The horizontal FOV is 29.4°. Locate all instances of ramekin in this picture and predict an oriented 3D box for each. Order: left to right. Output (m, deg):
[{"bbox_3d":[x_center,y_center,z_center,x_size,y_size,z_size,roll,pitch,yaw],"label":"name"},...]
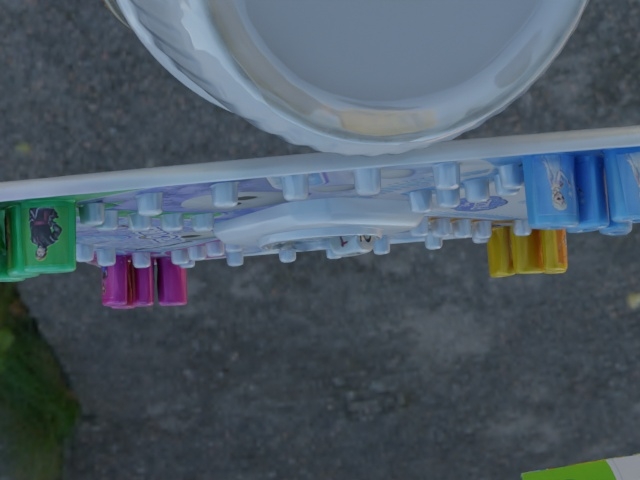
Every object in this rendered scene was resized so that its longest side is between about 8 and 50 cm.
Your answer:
[{"bbox_3d":[0.016,-0.132,0.494,0.207,0.109,0.207,-7,115,-14],"label":"ramekin"}]

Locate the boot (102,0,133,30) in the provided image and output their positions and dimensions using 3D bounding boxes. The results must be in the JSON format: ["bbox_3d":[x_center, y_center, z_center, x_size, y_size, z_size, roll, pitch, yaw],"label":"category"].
[{"bbox_3d":[-0.053,-0.120,0.679,0.158,0.085,0.059,31,89,-46],"label":"boot"}]

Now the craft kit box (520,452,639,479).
[{"bbox_3d":[0.248,0.208,0.743,0.247,0.061,0.249,-7,136,3],"label":"craft kit box"}]

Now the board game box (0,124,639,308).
[{"bbox_3d":[0.000,0.000,0.812,0.390,0.050,0.390,-5,174,4],"label":"board game box"}]
